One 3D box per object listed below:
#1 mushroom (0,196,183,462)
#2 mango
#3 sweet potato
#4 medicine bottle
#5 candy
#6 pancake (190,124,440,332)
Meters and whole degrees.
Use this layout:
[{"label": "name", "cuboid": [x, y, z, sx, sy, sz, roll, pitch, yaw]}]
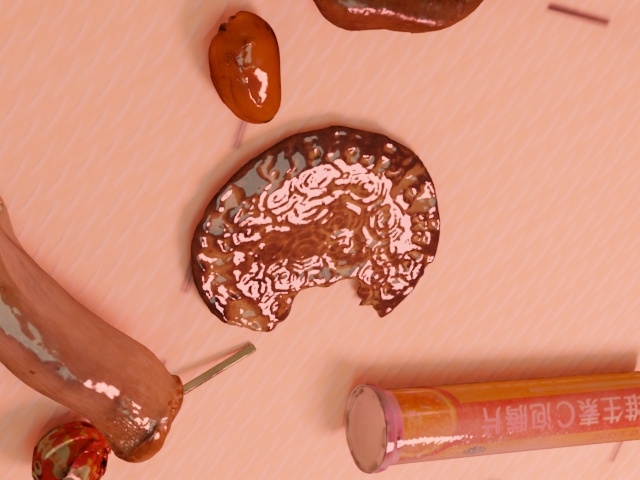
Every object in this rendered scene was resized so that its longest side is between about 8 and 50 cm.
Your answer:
[{"label": "mushroom", "cuboid": [-0.272, 0.093, 1.493, 0.122, 0.095, 0.351, -50, 120, -21]}, {"label": "mango", "cuboid": [-0.072, -0.169, 1.474, 0.077, 0.063, 0.127, -26, 127, -19]}, {"label": "sweet potato", "cuboid": [0.094, -0.253, 1.506, 0.233, 0.062, 0.081, -8, 120, -25]}, {"label": "medicine bottle", "cuboid": [0.243, 0.217, 1.827, 0.426, 0.108, 0.108, -2, 119, -26]}, {"label": "candy", "cuboid": [-0.193, 0.194, 1.631, 0.288, 0.084, 0.078, -30, 123, -15]}, {"label": "pancake", "cuboid": [0.000, 0.000, 1.628, 0.288, 0.033, 0.286, -41, 128, 2]}]
